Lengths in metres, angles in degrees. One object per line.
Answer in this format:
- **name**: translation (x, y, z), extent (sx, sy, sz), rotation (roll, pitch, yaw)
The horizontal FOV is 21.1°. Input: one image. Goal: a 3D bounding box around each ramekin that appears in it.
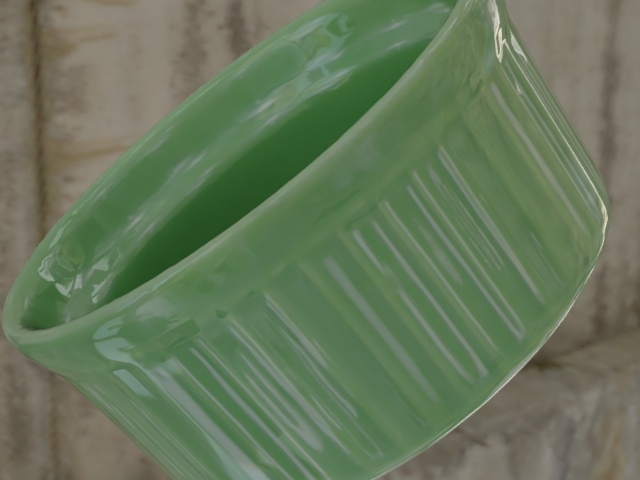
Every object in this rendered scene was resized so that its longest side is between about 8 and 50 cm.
- **ramekin**: translation (0.000, 0.000, 0.882), extent (0.303, 0.303, 0.148), rotation (-47, -71, -25)
